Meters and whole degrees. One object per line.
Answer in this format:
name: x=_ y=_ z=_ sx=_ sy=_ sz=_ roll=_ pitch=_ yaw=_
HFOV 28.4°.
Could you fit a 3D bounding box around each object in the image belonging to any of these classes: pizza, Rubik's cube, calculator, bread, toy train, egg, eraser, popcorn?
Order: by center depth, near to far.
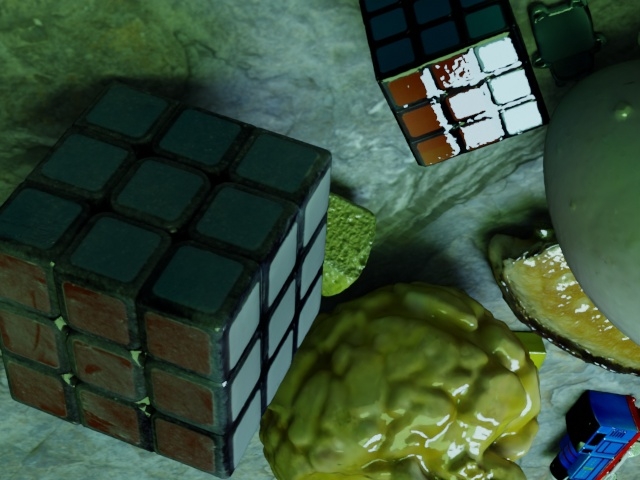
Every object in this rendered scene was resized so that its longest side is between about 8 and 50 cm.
Rubik's cube: x=0.150 y=-0.208 z=1.430 sx=0.161 sy=0.162 sz=0.163 roll=-19 pitch=135 yaw=12
Rubik's cube: x=-0.181 y=0.043 z=1.481 sx=0.305 sy=0.301 sz=0.303 roll=19 pitch=139 yaw=11
egg: x=0.422 y=-0.063 z=1.517 sx=0.340 sy=0.354 sz=0.354 roll=37 pitch=133 yaw=12
calculator: x=0.297 y=-0.240 z=1.526 sx=0.094 sy=0.019 sz=0.141 roll=-17 pitch=138 yaw=10
bread: x=0.000 y=0.000 z=1.663 sx=0.114 sy=0.129 sz=0.111 roll=33 pitch=150 yaw=-27
popcorn: x=0.113 y=0.224 z=1.787 sx=0.390 sy=0.344 sz=0.353 roll=20 pitch=91 yaw=2
pizza: x=0.416 y=0.054 z=1.819 sx=0.392 sy=0.080 sz=0.434 roll=3 pitch=135 yaw=-12
eraser: x=0.276 y=0.186 z=1.960 sx=0.122 sy=0.045 sz=0.097 roll=3 pitch=137 yaw=-12
toy train: x=0.462 y=0.346 z=2.136 sx=0.131 sy=0.082 sz=0.204 roll=10 pitch=132 yaw=-20

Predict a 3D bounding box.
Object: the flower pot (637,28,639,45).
flower pot: x=0.483 y=-0.277 z=1.372 sx=0.239 sy=0.209 sz=0.189 roll=4 pitch=135 yaw=-14
